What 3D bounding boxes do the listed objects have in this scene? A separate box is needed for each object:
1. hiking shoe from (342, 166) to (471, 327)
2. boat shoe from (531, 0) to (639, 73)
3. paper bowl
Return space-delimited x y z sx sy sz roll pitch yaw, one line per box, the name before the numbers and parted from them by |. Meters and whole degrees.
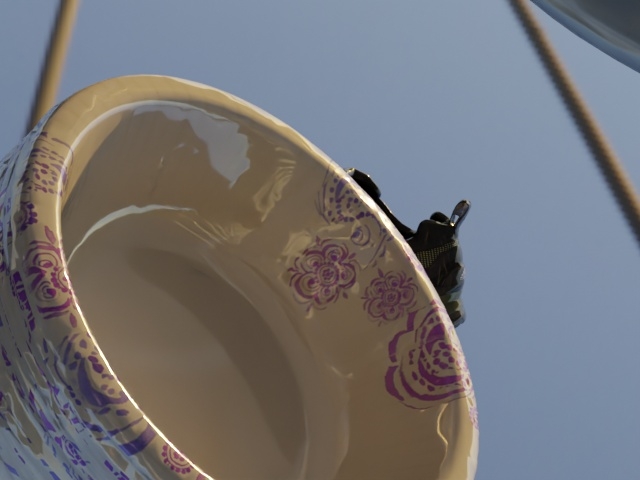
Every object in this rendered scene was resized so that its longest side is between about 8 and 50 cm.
hiking shoe | 0.000 0.000 1.307 0.227 0.114 0.086 8 -171 15
boat shoe | 0.200 -0.082 0.476 0.367 0.136 0.156 21 -168 24
paper bowl | -0.068 0.069 0.913 0.284 0.148 0.284 29 -141 -27
